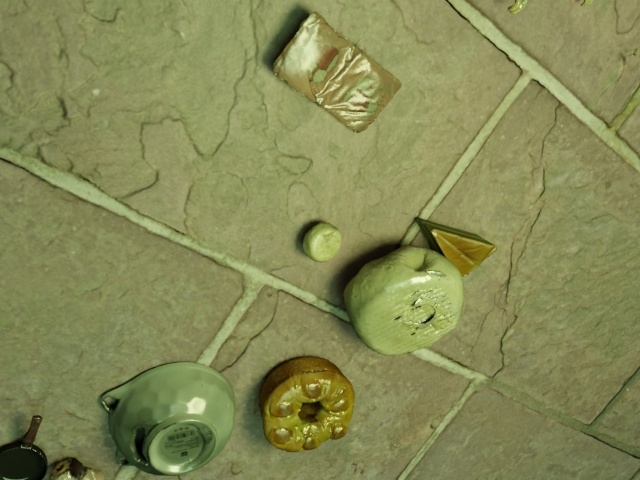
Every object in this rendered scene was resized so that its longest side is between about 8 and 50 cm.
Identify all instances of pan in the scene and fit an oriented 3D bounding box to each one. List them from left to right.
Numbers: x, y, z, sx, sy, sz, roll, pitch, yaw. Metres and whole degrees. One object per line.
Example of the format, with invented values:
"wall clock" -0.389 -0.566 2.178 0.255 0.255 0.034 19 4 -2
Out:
"pan" -0.602 0.423 1.344 0.115 0.040 0.212 15 115 -26

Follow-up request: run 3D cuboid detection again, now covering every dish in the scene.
"dish" -0.307 0.403 1.406 0.303 0.120 0.302 -9 117 -18

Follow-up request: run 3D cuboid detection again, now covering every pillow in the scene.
"pillow" 0.032 -0.306 1.235 0.248 0.049 0.135 28 103 -34

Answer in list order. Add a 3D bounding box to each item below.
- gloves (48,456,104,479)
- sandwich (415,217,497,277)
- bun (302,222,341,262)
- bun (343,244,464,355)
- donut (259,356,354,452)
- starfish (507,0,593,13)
"gloves" -0.516 0.530 1.401 0.094 0.110 0.144 -25 92 0
"sandwich" 0.300 -0.013 1.465 0.113 0.079 0.163 -38 120 -3
"bun" 0.000 0.000 1.368 0.086 0.055 0.086 -18 126 -28
"bun" 0.183 0.125 1.436 0.273 0.168 0.272 -6 128 -8
"donut" -0.031 0.371 1.500 0.227 0.114 0.226 -8 117 -17
"starfish" 0.453 -0.590 1.232 0.376 0.094 0.326 -6 127 -26
